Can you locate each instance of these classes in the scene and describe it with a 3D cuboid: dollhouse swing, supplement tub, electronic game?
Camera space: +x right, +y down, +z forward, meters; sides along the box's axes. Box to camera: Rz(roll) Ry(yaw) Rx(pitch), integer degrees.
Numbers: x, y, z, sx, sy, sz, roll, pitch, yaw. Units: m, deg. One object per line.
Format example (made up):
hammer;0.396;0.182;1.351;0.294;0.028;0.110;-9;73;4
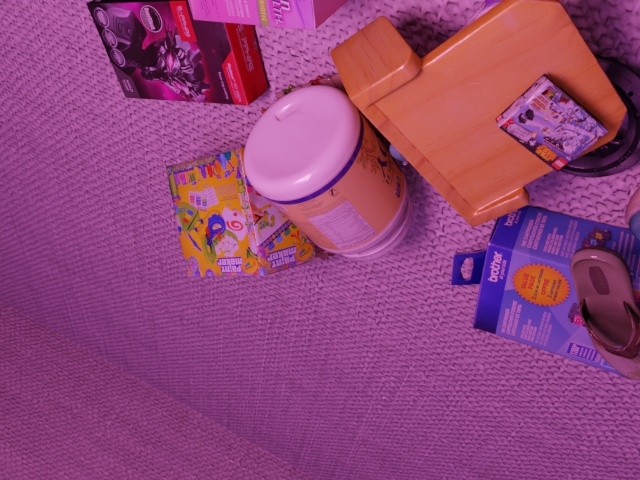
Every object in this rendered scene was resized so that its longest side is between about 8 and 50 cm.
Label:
dollhouse swing;0.255;-0.253;1.014;0.305;0.315;0.347;-40;122;19
supplement tub;0.030;-0.118;1.213;0.241;0.241;0.331;2;155;34
electronic game;0.452;-0.207;1.043;0.229;0.048;0.229;25;142;22

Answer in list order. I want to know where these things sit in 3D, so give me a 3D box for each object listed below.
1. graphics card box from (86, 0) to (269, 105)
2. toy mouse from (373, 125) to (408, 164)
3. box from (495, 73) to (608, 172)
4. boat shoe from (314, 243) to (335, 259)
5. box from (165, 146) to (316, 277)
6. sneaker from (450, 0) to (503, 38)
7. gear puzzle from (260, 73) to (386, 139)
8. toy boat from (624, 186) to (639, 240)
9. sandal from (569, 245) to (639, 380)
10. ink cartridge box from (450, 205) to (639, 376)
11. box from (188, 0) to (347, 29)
graphics card box;-0.311;-0.425;1.330;0.370;0.094;0.233;11;135;27
toy mouse;0.136;-0.189;1.147;0.031;0.143;0.161;-39;77;18
box;0.340;-0.170;0.897;0.137;0.027;0.094;29;125;-24
boat shoe;0.000;0.000;1.507;0.341;0.122;0.110;-16;118;42
box;-0.191;-0.066;1.433;0.289;0.177;0.279;-3;98;44
sneaker;0.274;-0.342;1.008;0.095;0.105;0.236;31;162;-11
gear puzzle;0.005;-0.273;1.301;0.338;0.044;0.175;-4;136;42
toy boat;0.656;-0.034;0.948;0.318;0.148;0.267;1;169;16
sandal;0.517;0.145;1.086;0.120;0.086;0.303;-15;119;42
ink cartridge box;0.474;0.090;1.247;0.395;0.151;0.270;17;137;23
box;-0.073;-0.462;1.033;0.242;0.214;0.117;13;135;24
